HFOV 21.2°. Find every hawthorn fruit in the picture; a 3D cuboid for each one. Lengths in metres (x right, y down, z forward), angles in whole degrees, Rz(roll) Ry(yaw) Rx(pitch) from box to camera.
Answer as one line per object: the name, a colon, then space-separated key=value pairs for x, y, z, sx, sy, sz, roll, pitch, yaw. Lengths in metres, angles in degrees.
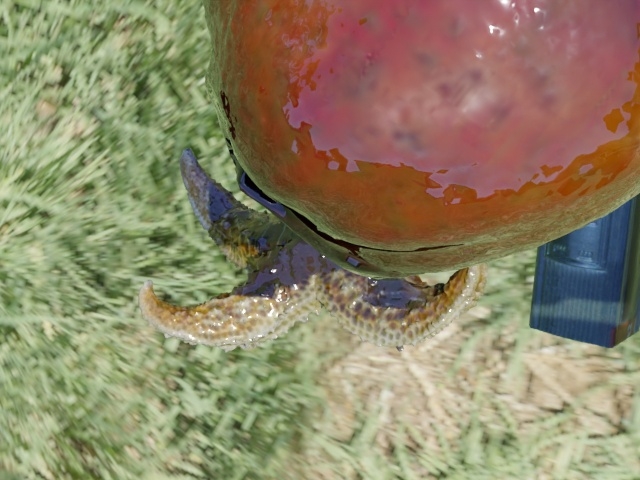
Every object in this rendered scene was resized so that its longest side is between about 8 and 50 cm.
hawthorn fruit: x=0.074 y=-0.090 z=0.725 sx=0.249 sy=0.215 sz=0.215 roll=-14 pitch=93 yaw=24

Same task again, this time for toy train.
toy train: x=0.242 y=-0.113 z=1.433 sx=0.086 sy=0.089 sz=0.409 roll=14 pitch=111 yaw=29

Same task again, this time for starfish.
starfish: x=0.000 y=0.002 z=1.062 sx=0.238 sy=0.216 sz=0.071 roll=-27 pitch=130 yaw=-15
